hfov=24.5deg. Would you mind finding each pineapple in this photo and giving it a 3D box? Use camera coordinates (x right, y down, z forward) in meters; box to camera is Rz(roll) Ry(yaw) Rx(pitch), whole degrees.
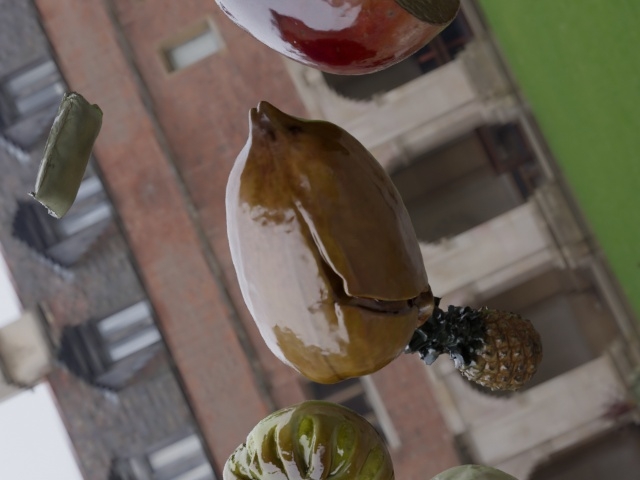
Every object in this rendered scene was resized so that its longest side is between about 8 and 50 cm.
[{"bbox_3d":[0.213,0.144,2.198,0.248,0.128,0.128,20,-147,-33],"label":"pineapple"}]

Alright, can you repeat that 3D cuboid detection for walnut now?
[{"bbox_3d":[0.000,0.000,1.598,0.209,0.209,0.336,-100,-13,-68],"label":"walnut"}]

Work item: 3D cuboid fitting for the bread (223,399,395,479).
[{"bbox_3d":[-0.013,0.296,1.765,0.213,0.213,0.105,63,-162,-11],"label":"bread"}]

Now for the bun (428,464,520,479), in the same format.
[{"bbox_3d":[0.193,0.496,2.107,0.213,0.361,0.361,15,-135,-50],"label":"bun"}]

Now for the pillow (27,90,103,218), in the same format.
[{"bbox_3d":[-0.418,-0.146,2.448,0.119,0.053,0.208,41,-115,-64],"label":"pillow"}]

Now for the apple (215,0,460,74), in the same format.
[{"bbox_3d":[0.009,-0.351,1.591,0.365,0.295,0.329,-41,-45,-66],"label":"apple"}]
